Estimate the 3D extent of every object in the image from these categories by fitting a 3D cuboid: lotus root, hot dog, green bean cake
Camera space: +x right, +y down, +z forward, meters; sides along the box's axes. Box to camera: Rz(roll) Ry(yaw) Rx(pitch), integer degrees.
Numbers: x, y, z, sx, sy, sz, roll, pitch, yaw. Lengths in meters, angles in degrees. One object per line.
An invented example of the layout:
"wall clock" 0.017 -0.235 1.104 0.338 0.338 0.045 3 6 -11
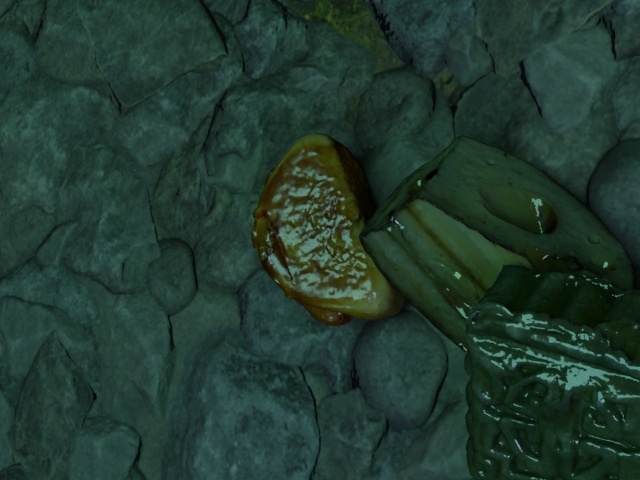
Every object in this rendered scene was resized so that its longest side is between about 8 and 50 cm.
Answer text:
"lotus root" 0.217 0.020 1.336 0.314 0.142 0.210 41 134 9
"hot dog" 0.000 0.000 1.472 0.153 0.150 0.256 -27 71 18
"green bean cake" 0.276 0.165 1.211 0.241 0.132 0.255 16 126 28
